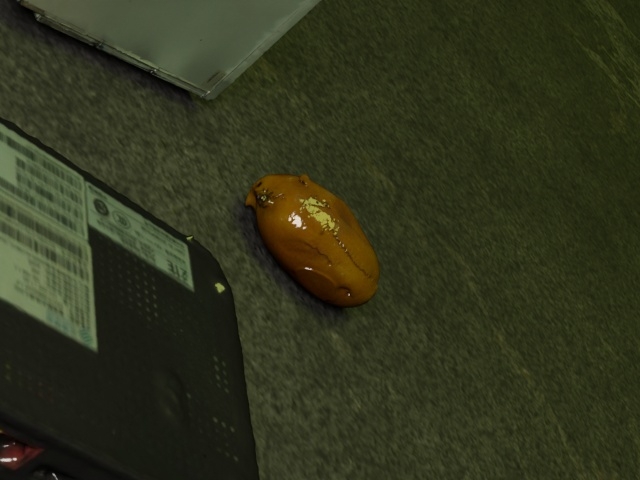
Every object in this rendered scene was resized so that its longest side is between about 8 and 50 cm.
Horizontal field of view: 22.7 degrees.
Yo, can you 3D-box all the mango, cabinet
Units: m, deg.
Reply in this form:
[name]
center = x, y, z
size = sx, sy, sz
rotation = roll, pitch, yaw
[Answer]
[mango]
center = 0.000, 0.000, 1.163
size = 0.127, 0.063, 0.077
rotation = 47, 16, -18
[cabinet]
center = -0.121, -0.222, 1.125
size = 0.206, 0.150, 0.145
rotation = 21, 36, -51

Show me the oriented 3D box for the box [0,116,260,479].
[box]
center = -0.170, 0.023, 0.822
size = 0.350, 0.058, 0.211
rotation = 35, 29, -39
